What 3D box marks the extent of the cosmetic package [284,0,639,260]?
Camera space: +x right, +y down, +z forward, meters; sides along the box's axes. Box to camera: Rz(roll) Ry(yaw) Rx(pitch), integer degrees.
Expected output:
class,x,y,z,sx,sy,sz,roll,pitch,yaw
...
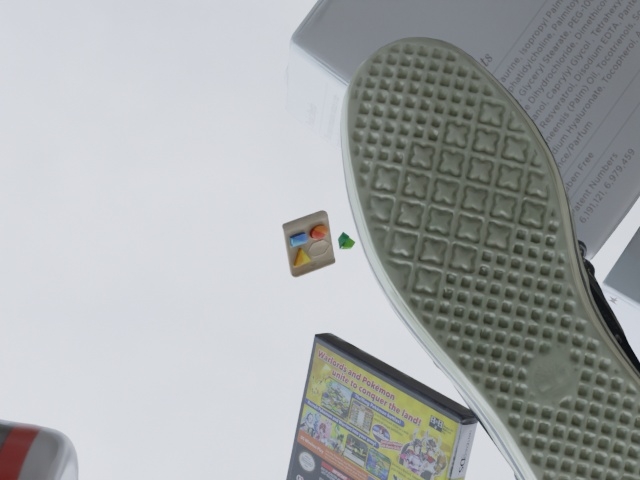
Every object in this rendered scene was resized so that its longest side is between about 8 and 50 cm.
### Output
class,x,y,z,sx,sy,sz,roll,pitch,yaw
cosmetic package,0.206,-0.194,1.794,0.393,0.327,0.329,36,173,2

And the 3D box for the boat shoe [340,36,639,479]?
class,x,y,z,sx,sy,sz,roll,pitch,yaw
boat shoe,0.165,0.056,1.395,0.500,0.186,0.156,60,179,1

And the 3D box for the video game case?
class,x,y,z,sx,sy,sz,roll,pitch,yaw
video game case,0.065,0.276,1.932,0.035,0.248,0.275,-2,-161,-41

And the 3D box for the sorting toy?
class,x,y,z,sx,sy,sz,roll,pitch,yaw
sorting toy,0.000,0.000,1.715,0.083,0.062,0.012,-20,-162,-26

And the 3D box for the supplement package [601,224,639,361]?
class,x,y,z,sx,sy,sz,roll,pitch,yaw
supplement package,0.445,0.036,1.728,0.199,0.263,0.198,31,159,16

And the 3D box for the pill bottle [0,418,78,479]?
class,x,y,z,sx,sy,sz,roll,pitch,yaw
pill bottle,-0.369,0.210,1.121,0.362,0.210,0.210,9,-162,0
